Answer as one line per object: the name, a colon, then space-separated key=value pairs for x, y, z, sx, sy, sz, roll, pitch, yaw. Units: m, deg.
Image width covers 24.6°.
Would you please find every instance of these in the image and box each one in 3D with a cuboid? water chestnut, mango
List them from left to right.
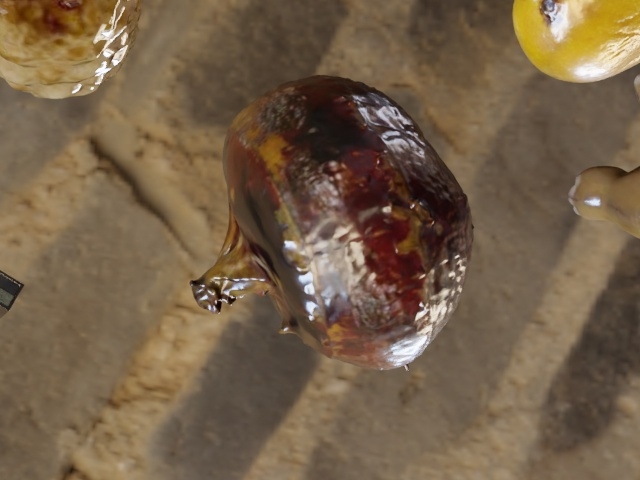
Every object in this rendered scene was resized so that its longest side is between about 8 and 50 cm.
water chestnut: x=0.000 y=0.000 z=1.618 sx=0.302 sy=0.350 sz=0.350 roll=-22 pitch=-62 yaw=-10
mango: x=0.304 y=-0.242 z=1.419 sx=0.295 sy=0.120 sz=0.177 roll=-22 pitch=-22 yaw=-37

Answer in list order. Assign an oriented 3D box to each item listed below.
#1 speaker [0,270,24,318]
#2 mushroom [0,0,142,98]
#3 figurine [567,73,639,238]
speaker: x=-0.440 y=0.022 z=1.707 sx=0.191 sy=0.046 sz=0.040 roll=33 pitch=-116 yaw=-13
mushroom: x=-0.131 y=-0.243 z=0.612 sx=0.345 sy=0.239 sz=0.345 roll=-33 pitch=-26 yaw=-18
figurine: x=0.351 y=-0.006 z=1.199 sx=0.173 sy=0.247 sz=0.177 roll=26 pitch=-84 yaw=-43
